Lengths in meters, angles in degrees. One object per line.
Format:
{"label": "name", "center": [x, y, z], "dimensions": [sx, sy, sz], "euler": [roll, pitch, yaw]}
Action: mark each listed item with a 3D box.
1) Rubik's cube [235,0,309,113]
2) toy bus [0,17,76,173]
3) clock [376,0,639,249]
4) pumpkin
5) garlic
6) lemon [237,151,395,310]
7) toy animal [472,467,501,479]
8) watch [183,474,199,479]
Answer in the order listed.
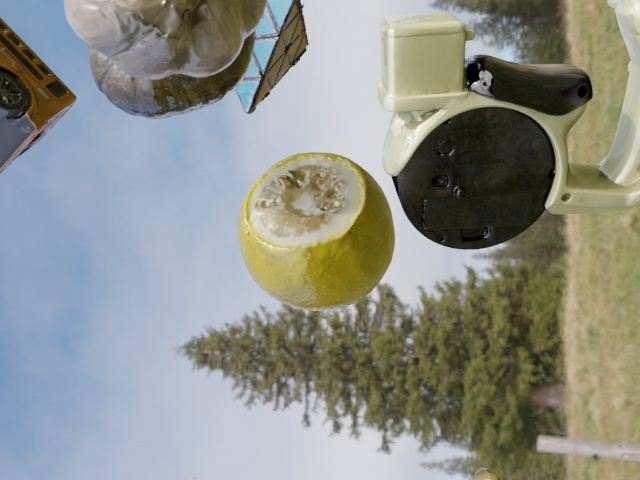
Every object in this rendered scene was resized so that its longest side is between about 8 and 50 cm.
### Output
{"label": "Rubik's cube", "center": [-0.121, -0.362, 1.157], "dimensions": [0.211, 0.178, 0.190], "euler": [-60, -8, 23]}
{"label": "toy bus", "center": [-0.278, -0.143, 0.476], "dimensions": [0.194, 0.083, 0.088], "euler": [48, -148, -16]}
{"label": "clock", "center": [0.250, -0.123, 0.675], "dimensions": [0.120, 0.379, 0.276], "euler": [-100, 3, -61]}
{"label": "pumpkin", "center": [-0.191, -0.269, 0.845], "dimensions": [0.162, 0.219, 0.219], "euler": [112, 160, -81]}
{"label": "garlic", "center": [-0.149, -0.265, 0.653], "dimensions": [0.227, 0.152, 0.228], "euler": [-11, -72, -35]}
{"label": "lemon", "center": [0.000, 0.000, 1.036], "dimensions": [0.219, 0.240, 0.240], "euler": [67, -153, -51]}
{"label": "toy animal", "center": [0.180, 0.385, 0.725], "dimensions": [0.169, 0.195, 0.281], "euler": [-26, -64, -50]}
{"label": "watch", "center": [-0.070, 0.273, 0.471], "dimensions": [0.218, 0.211, 0.248], "euler": [63, 159, -10]}
